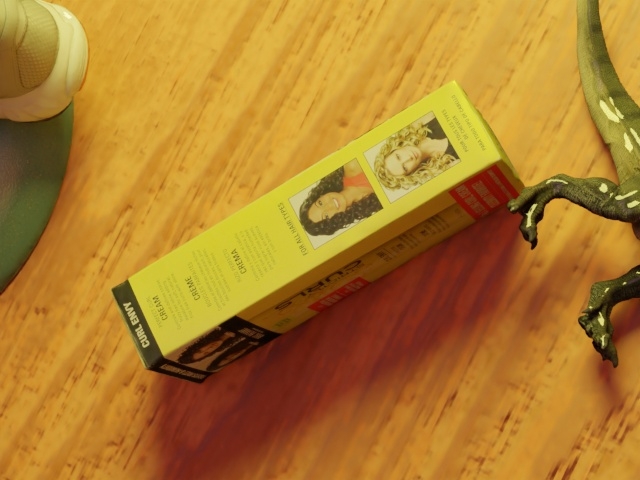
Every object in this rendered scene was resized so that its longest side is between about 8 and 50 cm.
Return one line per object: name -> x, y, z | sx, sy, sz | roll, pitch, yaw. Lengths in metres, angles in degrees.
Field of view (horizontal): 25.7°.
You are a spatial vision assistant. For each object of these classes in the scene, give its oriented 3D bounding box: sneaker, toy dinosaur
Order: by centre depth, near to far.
toy dinosaur -> 0.176, -0.009, 0.763 | 0.118, 0.064, 0.268 | -33, 66, 2
sneaker -> -0.283, -0.135, 0.879 | 0.263, 0.121, 0.099 | 0, 76, 20

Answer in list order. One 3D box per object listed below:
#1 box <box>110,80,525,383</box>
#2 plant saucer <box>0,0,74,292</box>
box -> 0.000, 0.000, 0.809 | 0.232, 0.087, 0.058 | -31, 70, 9
plant saucer -> -0.320, -0.071, 0.966 | 0.318, 0.044, 0.317 | -5, 74, 19
